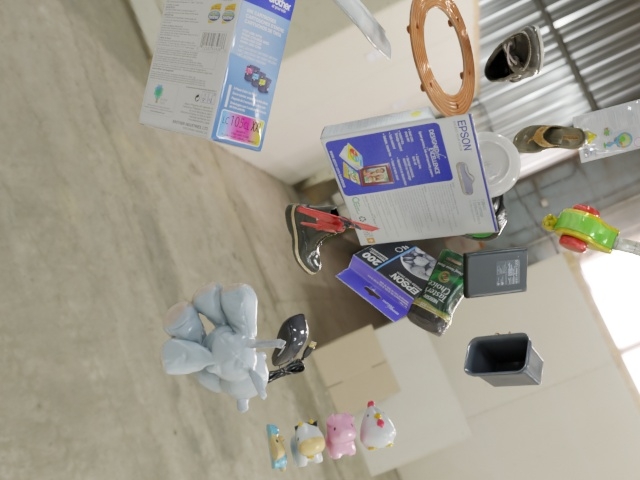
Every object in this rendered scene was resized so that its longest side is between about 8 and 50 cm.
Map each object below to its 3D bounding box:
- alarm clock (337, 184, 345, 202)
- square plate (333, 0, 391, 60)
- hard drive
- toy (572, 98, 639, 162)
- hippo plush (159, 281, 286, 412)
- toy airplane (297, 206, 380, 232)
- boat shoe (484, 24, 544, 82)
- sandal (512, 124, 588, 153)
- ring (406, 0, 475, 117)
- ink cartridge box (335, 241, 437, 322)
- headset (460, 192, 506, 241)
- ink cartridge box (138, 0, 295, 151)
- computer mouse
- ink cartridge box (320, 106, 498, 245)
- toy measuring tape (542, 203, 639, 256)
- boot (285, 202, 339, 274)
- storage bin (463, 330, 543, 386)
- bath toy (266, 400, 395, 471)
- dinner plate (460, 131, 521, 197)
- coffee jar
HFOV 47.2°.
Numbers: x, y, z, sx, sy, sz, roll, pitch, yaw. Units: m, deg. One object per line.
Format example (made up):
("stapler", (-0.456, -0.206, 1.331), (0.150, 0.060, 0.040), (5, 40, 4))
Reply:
("alarm clock", (0.094, -0.140, 1.904), (0.192, 0.064, 0.129), (45, 31, -15))
("square plate", (0.038, -0.603, 1.763), (0.347, 0.049, 0.344), (51, 15, 10))
("hard drive", (0.360, 0.066, 1.508), (0.022, 0.135, 0.094), (-141, -133, -72))
("toy", (0.850, -0.321, 2.109), (0.056, 0.237, 0.136), (-90, 164, -78))
("hippo plush", (-0.187, 0.237, 1.617), (0.236, 0.294, 0.234), (67, 39, -59))
("toy airplane", (0.017, -0.028, 1.220), (0.151, 0.151, 0.028), (23, 80, -75))
("boat shoe", (0.483, -0.452, 1.840), (0.335, 0.096, 0.112), (-18, 93, -85))
("sandal", (0.569, -0.255, 1.816), (0.049, 0.180, 0.072), (11, 81, -69))
("ring", (0.299, -0.466, 1.816), (0.337, 0.032, 0.336), (15, 71, -51))
("ink cartridge box", (0.179, 0.082, 1.746), (0.206, 0.208, 0.045), (36, -40, 34))
("headset", (0.398, -0.156, 2.041), (0.243, 0.185, 0.394), (19, -25, 35))
("ink cartridge box", (-0.217, -0.410, 1.557), (0.151, 0.270, 0.395), (6, 99, -48))
("computer mouse", (-0.064, 0.317, 2.139), (0.184, 0.262, 0.060), (-11, 43, -45))
("ink cartridge box", (0.190, -0.129, 1.520), (0.072, 0.307, 0.303), (-76, 152, -47))
("toy measuring tape", (0.681, -0.014, 1.759), (0.330, 0.121, 0.121), (19, -27, 41))
("boot", (0.000, 0.000, 1.816), (0.077, 0.137, 0.197), (-55, 135, -45))
("storage bin", (0.365, 0.235, 1.428), (0.091, 0.135, 0.098), (40, 53, -34))
("bath toy", (0.033, 0.507, 1.920), (0.151, 0.348, 0.129), (143, -62, -67))
("dinner plate", (0.341, -0.158, 1.507), (0.017, 0.141, 0.141), (42, 25, -79))
("coffee jar", (0.272, 0.118, 1.632), (0.096, 0.184, 0.079), (26, -12, 26))
